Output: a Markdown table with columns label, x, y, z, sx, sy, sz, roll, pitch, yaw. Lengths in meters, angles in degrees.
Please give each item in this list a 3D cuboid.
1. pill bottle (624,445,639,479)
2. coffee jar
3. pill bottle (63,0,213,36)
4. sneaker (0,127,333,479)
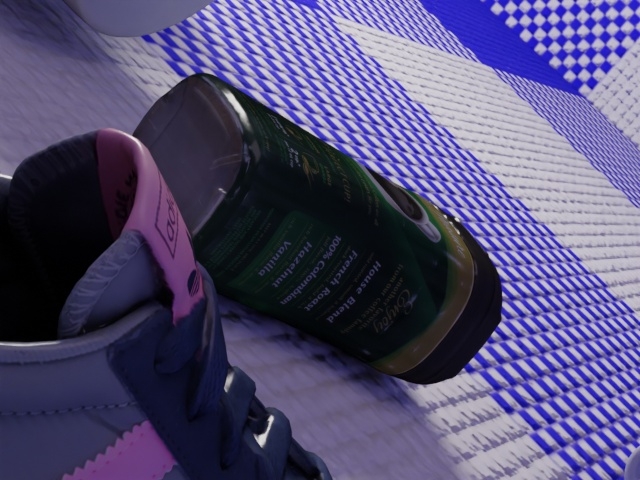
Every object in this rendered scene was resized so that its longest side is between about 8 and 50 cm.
| label | x | y | z | sx | sy | sz | roll | pitch | yaw |
| --- | --- | --- | --- | --- | --- | --- | --- | --- | --- |
| pill bottle | 0.212 | 0.141 | 0.928 | 0.083 | 0.043 | 0.043 | 19 | 27 | -52 |
| coffee jar | 0.000 | 0.000 | 0.742 | 0.184 | 0.079 | 0.096 | 28 | 17 | -37 |
| pill bottle | -0.177 | -0.293 | 0.883 | 0.361 | 0.204 | 0.204 | 46 | 16 | 18 |
| sneaker | -0.050 | 0.048 | 0.400 | 0.319 | 0.131 | 0.112 | 28 | 20 | -40 |
